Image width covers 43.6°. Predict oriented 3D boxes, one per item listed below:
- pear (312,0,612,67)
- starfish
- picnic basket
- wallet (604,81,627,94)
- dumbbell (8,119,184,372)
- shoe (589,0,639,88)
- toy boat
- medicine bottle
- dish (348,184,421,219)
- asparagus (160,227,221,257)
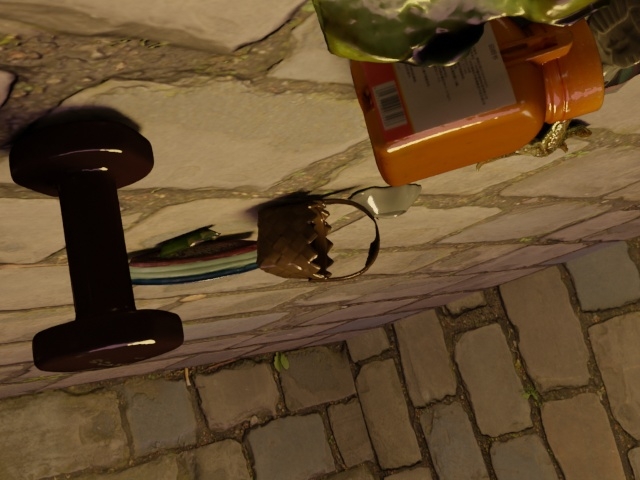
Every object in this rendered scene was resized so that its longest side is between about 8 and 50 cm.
[{"bbox_3d":[0.061,-0.202,0.323,0.238,0.164,0.255,-16,167,15],"label":"pear"},{"bbox_3d":[0.315,-0.143,1.172,0.223,0.050,0.217,1,168,-38],"label":"starfish"},{"bbox_3d":[0.000,0.000,1.203,0.178,0.128,0.138,0,173,10],"label":"picnic basket"},{"bbox_3d":[0.269,-0.185,0.951,0.232,0.025,0.119,-13,168,-8],"label":"wallet"},{"bbox_3d":[-0.213,0.008,0.760,0.124,0.225,0.140,-15,167,13],"label":"dumbbell"},{"bbox_3d":[0.324,-0.207,0.833,0.099,0.071,0.169,-18,168,-22],"label":"shoe"},{"bbox_3d":[-0.205,0.034,1.282,0.229,0.080,0.046,-8,132,-19],"label":"toy boat"},{"bbox_3d":[0.151,-0.144,0.786,0.222,0.112,0.149,-16,167,6],"label":"medicine bottle"},{"bbox_3d":[0.104,-0.057,1.288,0.091,0.039,0.137,-25,165,41],"label":"dish"},{"bbox_3d":[-0.200,0.001,1.227,0.108,0.021,0.025,-19,171,17],"label":"asparagus"}]
